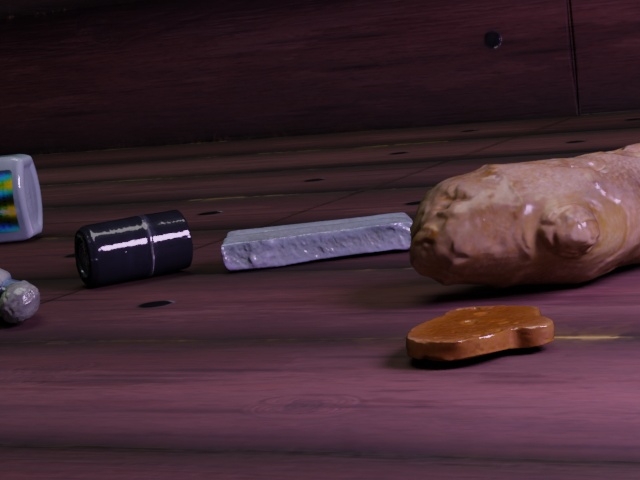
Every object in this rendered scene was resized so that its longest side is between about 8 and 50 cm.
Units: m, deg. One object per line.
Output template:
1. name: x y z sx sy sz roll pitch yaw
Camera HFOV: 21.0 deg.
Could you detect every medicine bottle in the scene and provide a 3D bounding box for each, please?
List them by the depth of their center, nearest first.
1. medicine bottle: -0.515 -0.052 2.449 0.229 0.121 0.083 -6 9 11

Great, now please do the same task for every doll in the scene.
1. doll: -0.376 0.052 1.774 0.214 0.071 0.103 1 11 23

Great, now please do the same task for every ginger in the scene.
1. ginger: 0.245 -0.025 1.631 0.354 0.126 0.190 -13 5 -30

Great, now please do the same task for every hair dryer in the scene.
1. hair dryer: -0.240 0.011 2.015 0.124 0.071 0.219 -10 2 -22

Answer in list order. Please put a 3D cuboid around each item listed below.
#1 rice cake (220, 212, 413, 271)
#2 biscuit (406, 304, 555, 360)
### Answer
1. rice cake: 0.000 0.000 1.952 0.226 0.040 0.085 -7 9 -3
2. biscuit: 0.132 0.076 1.374 0.118 0.023 0.140 -1 9 35
